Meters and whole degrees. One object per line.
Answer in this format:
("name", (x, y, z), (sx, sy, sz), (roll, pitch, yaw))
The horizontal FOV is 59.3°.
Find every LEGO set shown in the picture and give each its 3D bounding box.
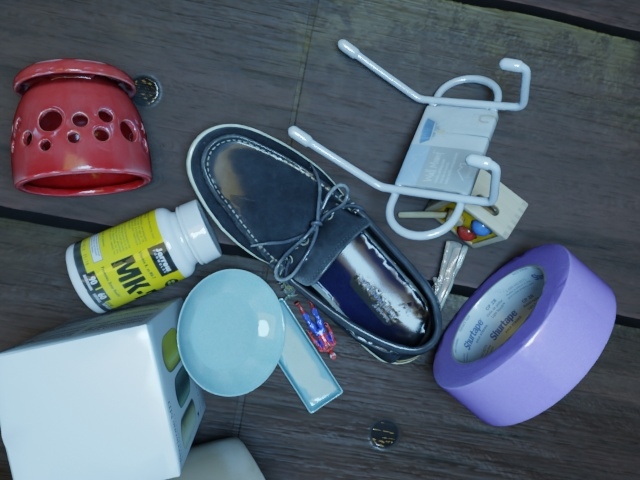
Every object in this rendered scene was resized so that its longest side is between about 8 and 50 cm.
("LEGO set", (-0.047, 0.062, 0.944), (0.054, 0.023, 0.083), (39, 75, -6))

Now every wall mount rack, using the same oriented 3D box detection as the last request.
("wall mount rack", (0.140, -0.180, 0.853), (0.304, 0.130, 0.350), (12, 58, 24))

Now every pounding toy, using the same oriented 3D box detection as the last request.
("pounding toy", (0.227, -0.050, 0.916), (0.141, 0.130, 0.100), (36, 76, -4))

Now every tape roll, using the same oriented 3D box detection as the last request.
("tape roll", (0.295, 0.136, 0.842), (0.090, 0.275, 0.275), (40, 88, -5))

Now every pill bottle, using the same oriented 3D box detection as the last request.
("pill bottle", (-0.269, 0.020, 0.874), (0.208, 0.119, 0.119), (-24, 93, -3))

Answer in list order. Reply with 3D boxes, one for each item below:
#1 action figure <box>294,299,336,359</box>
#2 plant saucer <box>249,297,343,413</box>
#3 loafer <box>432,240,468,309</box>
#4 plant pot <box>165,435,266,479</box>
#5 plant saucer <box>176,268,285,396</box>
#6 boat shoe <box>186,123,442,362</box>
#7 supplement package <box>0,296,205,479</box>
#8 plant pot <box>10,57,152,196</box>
("action figure", (-0.004, 0.149, 0.943), (0.038, 0.030, 0.115), (-30, 95, -8))
("plant saucer", (-0.041, 0.193, 0.946), (0.067, 0.018, 0.192), (-33, 94, -4))
("loafer", (0.209, 0.061, 0.953), (0.039, 0.045, 0.125), (24, 89, 13))
("plant pot", (-0.207, 0.439, 0.814), (0.280, 0.323, 0.323), (-24, 93, -24))
("plant saucer", (-0.142, 0.142, 0.878), (0.195, 0.037, 0.195), (7, 80, -41))
("boat shoe", (0.000, 0.000, 0.868), (0.500, 0.156, 0.187), (45, 81, -2))
("supplement package", (-0.294, 0.211, 0.803), (0.198, 0.263, 0.199), (-12, 92, -4))
("plant pot", (-0.354, -0.164, 0.830), (0.191, 0.191, 0.174), (-6, 89, -4))
